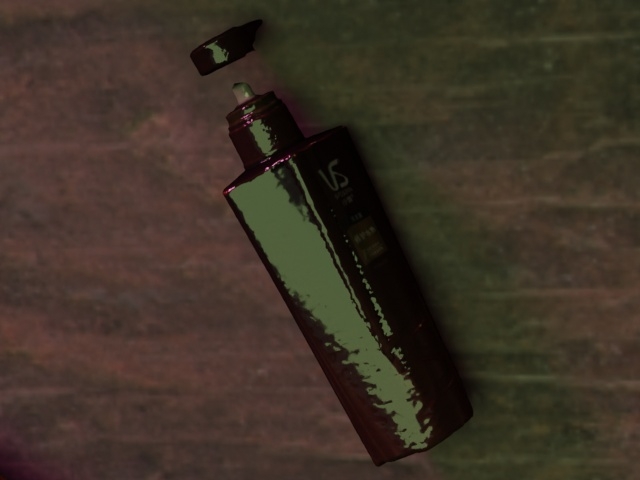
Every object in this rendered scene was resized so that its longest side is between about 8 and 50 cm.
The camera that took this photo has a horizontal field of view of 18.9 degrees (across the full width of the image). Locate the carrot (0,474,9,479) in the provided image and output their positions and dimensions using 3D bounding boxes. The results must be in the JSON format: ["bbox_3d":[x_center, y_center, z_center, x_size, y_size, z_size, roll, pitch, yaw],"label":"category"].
[{"bbox_3d":[-0.293,0.121,1.066,0.302,0.139,0.139,30,107,7],"label":"carrot"}]

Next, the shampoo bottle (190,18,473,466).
[{"bbox_3d":[0.002,-0.001,0.997,0.067,0.068,0.236,-26,95,18],"label":"shampoo bottle"}]
